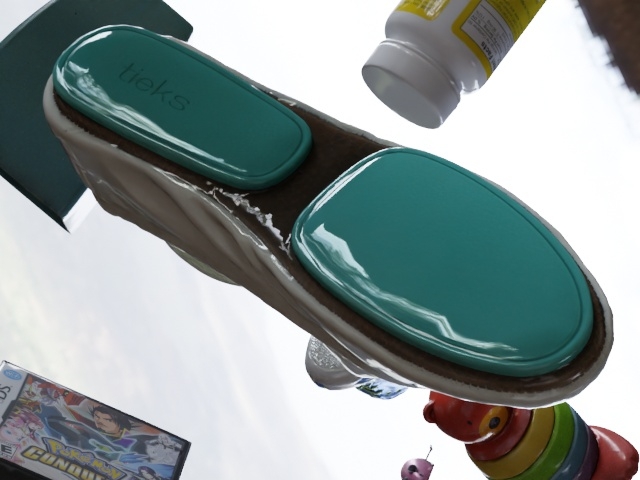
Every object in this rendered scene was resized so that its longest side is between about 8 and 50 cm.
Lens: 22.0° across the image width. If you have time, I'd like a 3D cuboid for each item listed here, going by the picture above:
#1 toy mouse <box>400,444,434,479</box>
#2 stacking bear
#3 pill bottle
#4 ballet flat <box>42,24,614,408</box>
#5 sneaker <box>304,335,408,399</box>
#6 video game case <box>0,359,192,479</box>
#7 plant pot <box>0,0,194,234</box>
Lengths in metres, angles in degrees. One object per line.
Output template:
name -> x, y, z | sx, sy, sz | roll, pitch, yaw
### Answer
toy mouse -> 0.086, 0.283, 1.772 | 0.031, 0.161, 0.143 | 28, -17, 1
stacking bear -> 0.263, 0.262, 2.234 | 0.289, 0.175, 0.164 | 36, 7, -31
pill bottle -> 0.139, -0.221, 1.640 | 0.119, 0.208, 0.119 | 35, -13, 10
ballet flat -> 0.000, 0.000, 0.963 | 0.400, 0.139, 0.139 | 30, -23, 29
sneaker -> 0.056, 0.121, 1.629 | 0.091, 0.240, 0.126 | 19, -62, 24
video game case -> -0.308, 0.261, 2.060 | 0.275, 0.035, 0.248 | 24, 18, -4
plant pot -> -0.242, -0.153, 1.661 | 0.165, 0.234, 0.166 | 40, -7, -1
